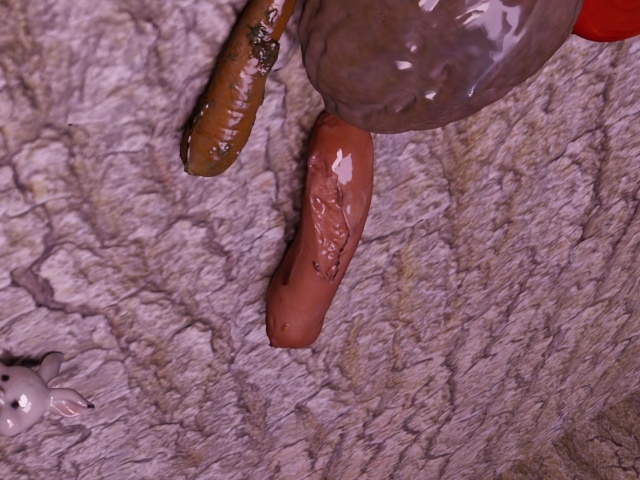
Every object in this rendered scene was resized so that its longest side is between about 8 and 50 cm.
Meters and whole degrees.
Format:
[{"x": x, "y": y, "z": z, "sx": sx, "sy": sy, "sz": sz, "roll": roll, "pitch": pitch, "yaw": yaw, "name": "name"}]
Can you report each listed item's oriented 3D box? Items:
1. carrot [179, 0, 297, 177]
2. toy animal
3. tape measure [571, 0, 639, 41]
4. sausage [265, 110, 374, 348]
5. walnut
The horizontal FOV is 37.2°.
[{"x": -0.043, "y": -0.145, "z": 0.680, "sx": 0.049, "sy": 0.049, "sz": 0.254, "roll": -5, "pitch": 135, "yaw": -43, "name": "carrot"}, {"x": -0.276, "y": 0.147, "z": 0.826, "sx": 0.124, "sy": 0.071, "sz": 0.085, "roll": -36, "pitch": 151, "yaw": 0, "name": "toy animal"}, {"x": 0.267, "y": -0.272, "z": 0.744, "sx": 0.260, "sy": 0.114, "sz": 0.253, "roll": -41, "pitch": 151, "yaw": 10, "name": "tape measure"}, {"x": 0.000, "y": 0.000, "z": 0.904, "sx": 0.078, "sy": 0.078, "sz": 0.304, "roll": -18, "pitch": 147, "yaw": -29, "name": "sausage"}, {"x": 0.080, "y": -0.162, "z": 0.661, "sx": 0.178, "sy": 0.178, "sz": 0.230, "roll": 3, "pitch": 144, "yaw": -49, "name": "walnut"}]
